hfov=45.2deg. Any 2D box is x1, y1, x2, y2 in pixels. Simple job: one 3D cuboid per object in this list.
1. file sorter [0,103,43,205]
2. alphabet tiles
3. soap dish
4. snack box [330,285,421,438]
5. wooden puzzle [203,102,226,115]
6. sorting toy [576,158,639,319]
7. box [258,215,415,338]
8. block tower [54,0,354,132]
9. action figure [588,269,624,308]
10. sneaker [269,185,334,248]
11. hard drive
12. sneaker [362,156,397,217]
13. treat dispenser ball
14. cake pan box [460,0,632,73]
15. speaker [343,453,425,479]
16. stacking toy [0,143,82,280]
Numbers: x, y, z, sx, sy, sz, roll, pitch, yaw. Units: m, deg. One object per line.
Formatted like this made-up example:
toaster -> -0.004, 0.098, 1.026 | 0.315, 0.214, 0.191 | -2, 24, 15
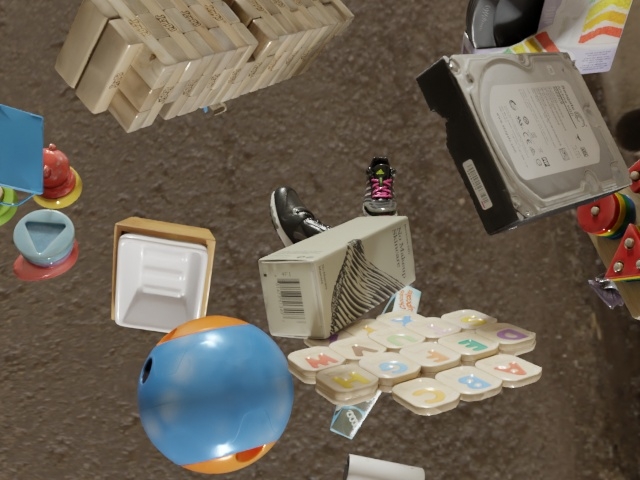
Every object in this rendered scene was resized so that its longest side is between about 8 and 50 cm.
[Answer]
file sorter -> -0.633, -0.168, 1.533 | 0.118, 0.104, 0.170 | 14, 63, -46
alphabet tiles -> 0.112, 0.133, 0.932 | 0.284, 0.278, 0.021 | -10, 105, -26
soap dish -> -0.376, 0.083, 1.838 | 0.229, 0.290, 0.118 | 9, 35, -6
snack box -> 0.121, 0.268, 1.701 | 0.060, 0.322, 0.187 | 25, 34, -2
wooden puzzle -> -0.180, -0.235, 1.230 | 0.014, 0.116, 0.078 | -44, 114, -16
sorting toy -> 0.591, -0.033, 1.389 | 0.089, 0.255, 0.257 | 11, 46, -31
box -> 0.033, 0.045, 1.099 | 0.275, 0.094, 0.113 | -26, 110, -54
block tower -> -0.100, -0.205, 0.785 | 0.091, 0.097, 0.335 | 50, 41, 6
action figure -> 0.665, 0.024, 1.487 | 0.099, 0.285, 0.185 | 50, 23, 2
sneaker -> 0.000, 0.000, 1.512 | 0.107, 0.124, 0.283 | 16, 47, -57
hard drive -> 0.300, -0.150, 1.082 | 0.339, 0.064, 0.236 | -14, 78, -45
sneaker -> 0.109, -0.099, 1.415 | 0.170, 0.063, 0.074 | -86, 176, -55
treat dispenser ball -> -0.194, 0.285, 1.433 | 0.288, 0.288, 0.288 | 10, 73, -38
cake pan box -> 0.357, -0.374, 1.211 | 0.267, 0.245, 0.070 | -6, 43, -10
speaker -> 0.109, 0.409, 1.332 | 0.136, 0.055, 0.055 | 12, 69, -4
stacking toy -> -0.694, -0.069, 1.755 | 0.280, 0.130, 0.308 | -5, 62, -11
